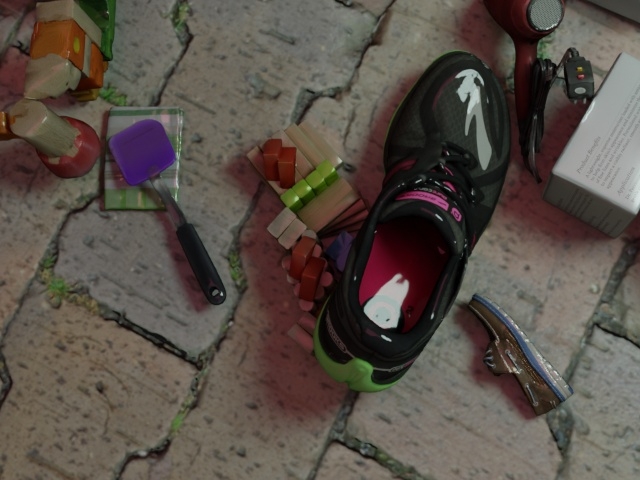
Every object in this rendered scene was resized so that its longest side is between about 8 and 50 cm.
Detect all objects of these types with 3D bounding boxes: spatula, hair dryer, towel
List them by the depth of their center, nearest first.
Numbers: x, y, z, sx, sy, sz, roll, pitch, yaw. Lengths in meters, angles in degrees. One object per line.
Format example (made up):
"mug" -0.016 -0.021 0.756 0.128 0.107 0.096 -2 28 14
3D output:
"hair dryer" 0.266 -0.244 1.594 0.080 0.223 0.293 2 56 -16
"spatula" -0.203 -0.040 1.667 0.084 0.030 0.296 -30 79 3
"towel" -0.254 -0.117 1.715 0.113 0.023 0.152 1 82 10

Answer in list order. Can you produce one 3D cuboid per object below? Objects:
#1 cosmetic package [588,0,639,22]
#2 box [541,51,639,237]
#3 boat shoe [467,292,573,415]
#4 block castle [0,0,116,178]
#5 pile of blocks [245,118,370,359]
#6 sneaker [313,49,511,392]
"cosmetic package" 0.406 -0.446 1.620 0.225 0.138 0.224 27 84 14
"box" 0.385 -0.119 1.546 0.119 0.182 0.181 30 85 10
"boat shoe" 0.249 0.151 1.573 0.066 0.066 0.183 -41 77 0
"block castle" -0.448 -0.315 1.682 0.303 0.213 0.453 -1 77 11
"pile of blocks" 0.000 0.000 1.611 0.149 0.112 0.362 -16 79 4
"sneaker" 0.147 -0.034 1.523 0.185 0.202 0.482 22 70 -8
